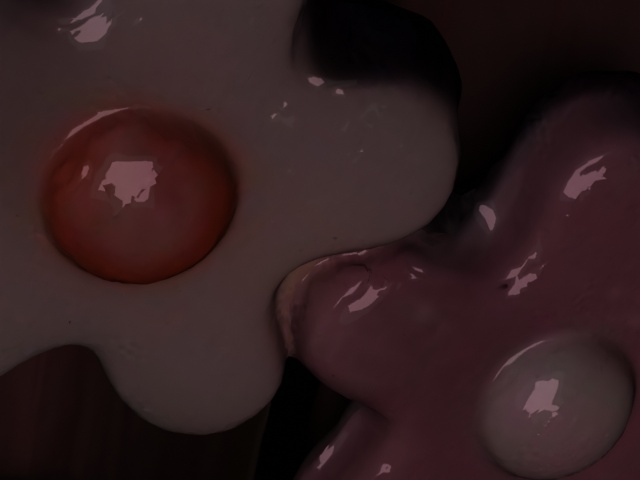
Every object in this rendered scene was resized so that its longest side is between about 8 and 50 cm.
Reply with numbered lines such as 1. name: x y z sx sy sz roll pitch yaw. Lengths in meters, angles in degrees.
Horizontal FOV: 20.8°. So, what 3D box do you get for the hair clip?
1. hair clip: 0.003 0.003 0.392 0.257 0.075 0.146 33 98 -24
